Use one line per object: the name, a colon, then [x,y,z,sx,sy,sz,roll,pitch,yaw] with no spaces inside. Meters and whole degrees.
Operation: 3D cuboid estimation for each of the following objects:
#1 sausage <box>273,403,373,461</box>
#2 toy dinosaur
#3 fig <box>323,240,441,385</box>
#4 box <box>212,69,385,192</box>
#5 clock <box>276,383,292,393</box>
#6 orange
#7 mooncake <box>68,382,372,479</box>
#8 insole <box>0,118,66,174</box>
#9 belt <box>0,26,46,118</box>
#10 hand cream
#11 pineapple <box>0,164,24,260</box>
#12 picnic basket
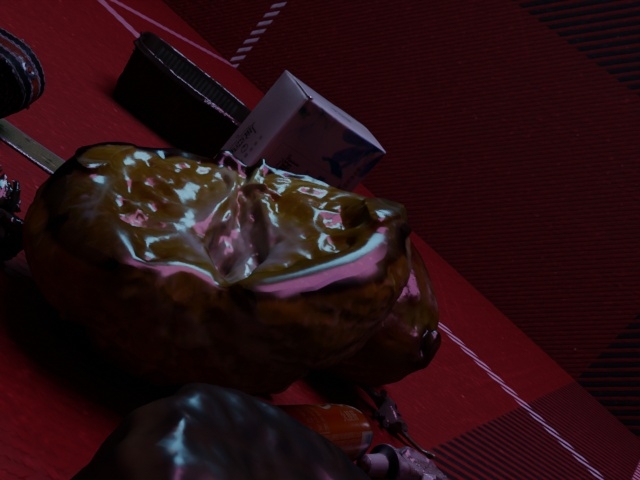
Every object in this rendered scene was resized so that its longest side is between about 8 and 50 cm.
sausage: [-0.010,0.212,0.956,0.083,0.083,0.264,45,11,25]
toy dinosaur: [0.093,0.241,1.260,0.180,0.037,0.058,51,-9,17]
fig: [0.060,0.088,1.255,0.224,0.224,0.263,35,23,-23]
box: [-0.057,-0.119,1.537,0.203,0.274,0.116,31,18,-39]
clock: [-0.042,0.067,1.065,0.096,0.202,0.143,31,14,-40]
orange: [-0.106,0.040,0.873,0.368,0.211,0.271,13,23,-5]
mooncake: [-0.044,0.230,0.555,0.290,0.161,0.290,39,13,-11]
insole: [-0.439,-0.162,1.170,0.322,0.007,0.109,36,13,-17]
belt: [-0.505,-0.284,1.106,0.359,0.126,0.094,36,14,-12]
hand cream: [0.129,0.301,1.122,0.257,0.050,0.084,33,10,-42]
pineapple: [-0.339,-0.045,0.900,0.159,0.074,0.074,50,15,23]
picnic basket: [-0.276,-0.273,1.793,0.296,0.129,0.222,37,13,-12]
